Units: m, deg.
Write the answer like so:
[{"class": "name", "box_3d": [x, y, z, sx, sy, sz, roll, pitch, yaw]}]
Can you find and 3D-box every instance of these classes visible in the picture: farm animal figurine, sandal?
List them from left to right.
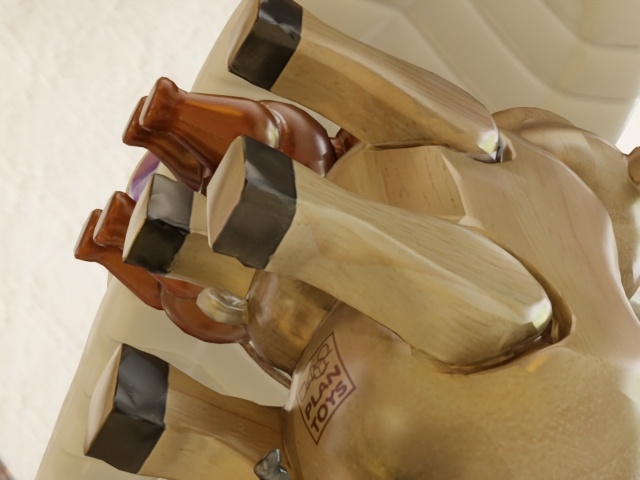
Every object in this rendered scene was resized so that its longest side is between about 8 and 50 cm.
[{"class": "sandal", "box_3d": [-0.012, -0.007, 0.838, 0.169, 0.102, 0.416, 29, 104, -24]}, {"class": "farm animal figurine", "box_3d": [0.051, -0.022, 0.553, 0.172, 0.326, 0.330, 25, 134, -12]}]
